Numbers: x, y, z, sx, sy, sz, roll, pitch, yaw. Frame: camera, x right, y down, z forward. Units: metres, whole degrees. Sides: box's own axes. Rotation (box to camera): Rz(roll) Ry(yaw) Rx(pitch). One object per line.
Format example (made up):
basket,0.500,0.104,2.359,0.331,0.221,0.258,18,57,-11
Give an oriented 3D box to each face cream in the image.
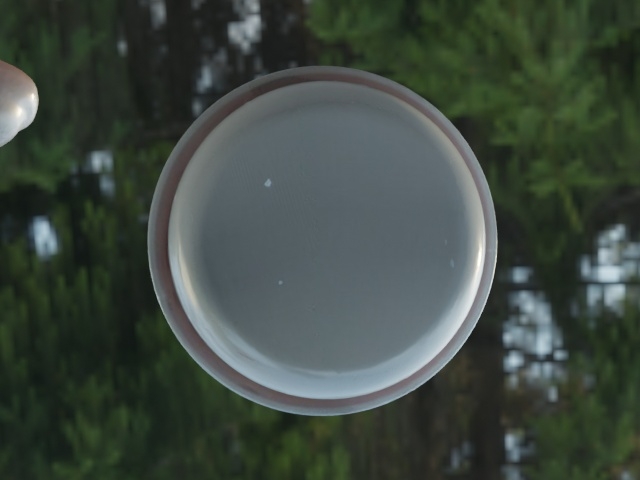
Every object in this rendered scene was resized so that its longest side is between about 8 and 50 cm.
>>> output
face cream,0.000,0.000,0.660,0.117,0.117,0.104,-4,-179,-3

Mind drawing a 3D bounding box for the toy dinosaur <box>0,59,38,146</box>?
toy dinosaur,-0.236,-0.039,0.854,0.194,0.152,0.177,5,-125,4
